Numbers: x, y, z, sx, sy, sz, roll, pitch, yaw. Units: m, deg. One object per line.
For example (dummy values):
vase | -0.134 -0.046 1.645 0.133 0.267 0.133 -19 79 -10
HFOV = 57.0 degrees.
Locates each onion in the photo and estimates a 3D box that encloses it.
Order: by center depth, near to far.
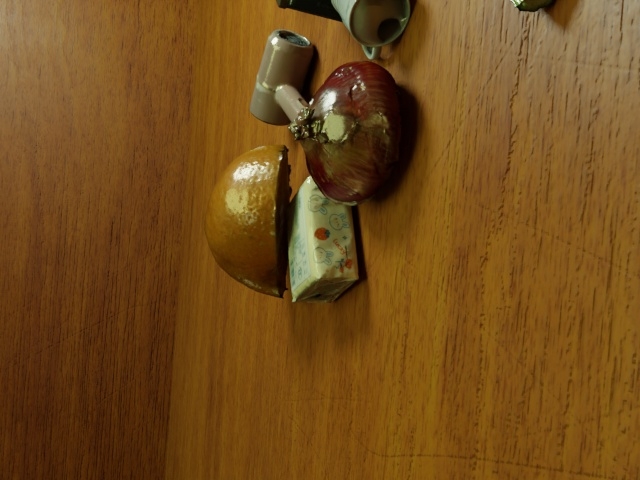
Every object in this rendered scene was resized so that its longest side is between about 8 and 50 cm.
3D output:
onion | 0.029 -0.169 0.930 0.230 0.163 0.229 177 90 -73

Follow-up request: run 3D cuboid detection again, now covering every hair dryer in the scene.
hair dryer | -0.037 -0.281 1.221 0.344 0.107 0.189 58 138 40

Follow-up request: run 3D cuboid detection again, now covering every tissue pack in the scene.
tissue pack | 0.000 0.000 1.058 0.148 0.092 0.196 132 136 -60

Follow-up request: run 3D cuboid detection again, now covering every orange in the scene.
orange | -0.109 -0.033 1.197 0.274 0.310 0.274 -21 45 23

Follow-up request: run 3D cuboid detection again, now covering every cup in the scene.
cup | 0.068 -0.367 0.944 0.136 0.099 0.133 -63 33 37

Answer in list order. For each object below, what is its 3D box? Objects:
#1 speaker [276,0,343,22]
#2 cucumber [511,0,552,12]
speaker | 0.018 -0.521 1.011 0.192 0.153 0.230 -103 28 -45
cucumber | 0.226 -0.296 0.643 0.067 0.035 0.107 -44 43 33
